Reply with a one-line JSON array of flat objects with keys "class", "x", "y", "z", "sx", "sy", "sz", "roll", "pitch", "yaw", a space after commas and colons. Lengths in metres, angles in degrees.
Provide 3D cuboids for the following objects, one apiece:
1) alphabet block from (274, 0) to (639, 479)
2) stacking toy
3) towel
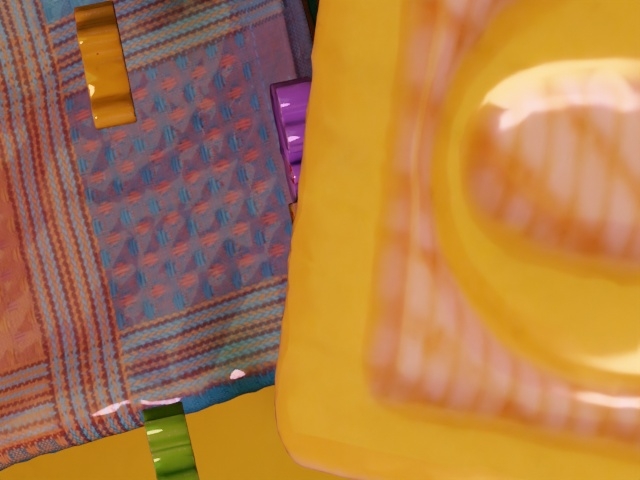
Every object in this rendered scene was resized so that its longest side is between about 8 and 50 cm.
[{"class": "alphabet block", "x": 0.118, "y": -0.021, "z": 0.475, "sx": 0.192, "sy": 0.197, "sz": 0.193, "roll": 6, "pitch": 94, "yaw": 26}, {"class": "stacking toy", "x": 0.000, "y": 0.000, "z": 0.626, "sx": 0.167, "sy": 0.052, "sz": 0.221, "roll": -11, "pitch": 91, "yaw": -6}, {"class": "towel", "x": -0.163, "y": -0.027, "z": 0.730, "sx": 0.370, "sy": 0.040, "sz": 0.271, "roll": -19, "pitch": 80, "yaw": 14}]
